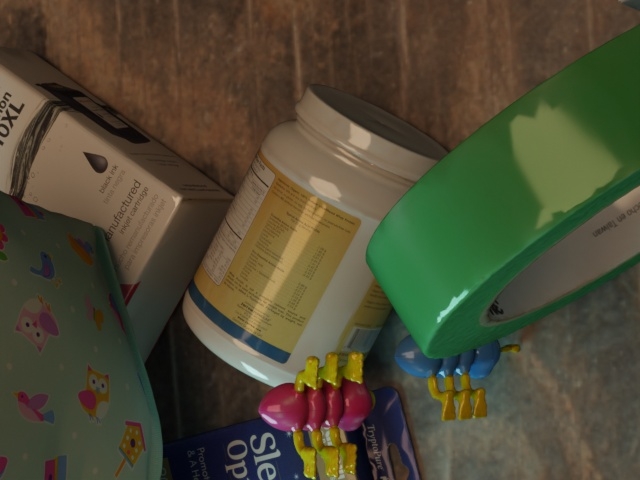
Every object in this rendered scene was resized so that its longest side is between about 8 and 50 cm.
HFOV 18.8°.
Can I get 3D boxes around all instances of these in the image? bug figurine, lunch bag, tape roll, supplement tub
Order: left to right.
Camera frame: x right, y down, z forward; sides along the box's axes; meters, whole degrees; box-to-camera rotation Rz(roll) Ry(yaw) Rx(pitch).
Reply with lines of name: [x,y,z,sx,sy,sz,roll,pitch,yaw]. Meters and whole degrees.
lunch bag: [-0.231,0.106,1.366,0.160,0.223,0.262,-24,68,21]
supplement tub: [0.000,0.000,1.431,0.144,0.144,0.200,33,104,22]
bug figurine: [0.046,0.174,1.389,0.072,0.216,0.279,12,98,56]
tape roll: [0.183,-0.041,1.244,0.321,0.321,0.077,-38,75,21]

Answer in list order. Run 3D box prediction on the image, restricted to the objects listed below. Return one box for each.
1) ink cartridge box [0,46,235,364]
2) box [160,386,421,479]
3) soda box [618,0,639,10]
ink cartridge box: [-0.214,-0.026,1.558,0.237,0.100,0.172,35,104,21]
box: [-0.029,0.203,1.508,0.225,0.036,0.136,-17,83,24]
soda box: [0.250,-0.185,1.269,0.074,0.216,0.069,-17,82,24]
